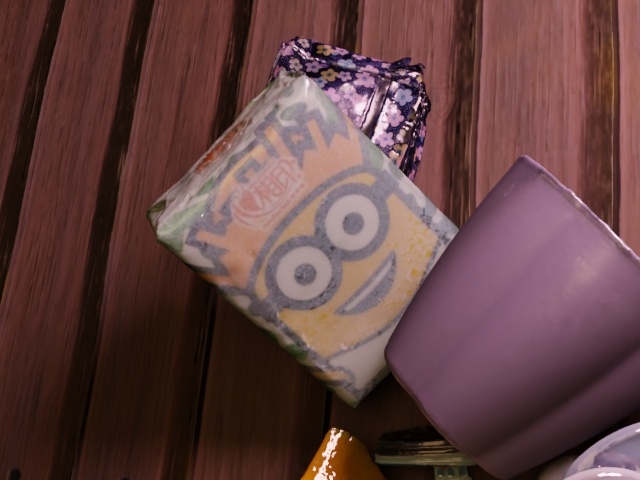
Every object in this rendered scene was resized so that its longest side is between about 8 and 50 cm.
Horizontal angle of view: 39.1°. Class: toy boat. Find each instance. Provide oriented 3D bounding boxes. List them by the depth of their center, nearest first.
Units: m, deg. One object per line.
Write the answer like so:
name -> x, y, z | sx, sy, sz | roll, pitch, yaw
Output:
toy boat -> 0.128, 0.240, 0.986 | 0.139, 0.059, 0.066 | -8, 97, 18

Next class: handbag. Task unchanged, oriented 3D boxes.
handbag -> 0.024, -0.131, 1.114 | 0.207, 0.127, 0.229 | 18, 89, 10

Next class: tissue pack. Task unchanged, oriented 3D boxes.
tissue pack -> 0.000, 0.000, 0.981 | 0.228, 0.311, 0.128 | -46, 22, -1

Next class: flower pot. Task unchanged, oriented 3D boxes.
flower pot -> 0.206, 0.090, 0.877 | 0.243, 0.265, 0.265 | -47, 62, 7

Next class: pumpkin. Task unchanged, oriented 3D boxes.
pumpkin -> -0.013, 0.340, 0.951 | 0.131, 0.126, 0.248 | 34, 56, 16

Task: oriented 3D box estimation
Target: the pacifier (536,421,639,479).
pacifier -> 0.243, 0.265, 0.789 | 0.238, 0.226, 0.287 | 16, 100, -11
